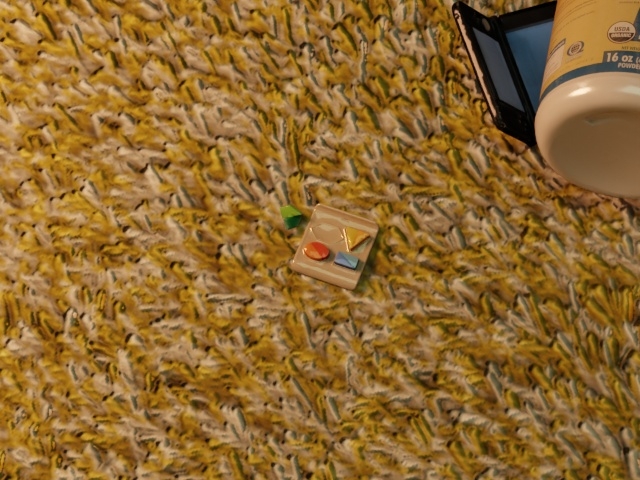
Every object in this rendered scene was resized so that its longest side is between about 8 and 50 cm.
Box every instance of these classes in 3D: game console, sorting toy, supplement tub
[{"bbox_3d":[0.176,-0.148,1.574,0.071,0.107,0.122,-28,68,23],"label":"game console"},{"bbox_3d":[0.000,0.000,1.558,0.083,0.012,0.062,19,72,9],"label":"sorting toy"},{"bbox_3d":[0.255,-0.150,1.520,0.144,0.144,0.200,10,58,6],"label":"supplement tub"}]
